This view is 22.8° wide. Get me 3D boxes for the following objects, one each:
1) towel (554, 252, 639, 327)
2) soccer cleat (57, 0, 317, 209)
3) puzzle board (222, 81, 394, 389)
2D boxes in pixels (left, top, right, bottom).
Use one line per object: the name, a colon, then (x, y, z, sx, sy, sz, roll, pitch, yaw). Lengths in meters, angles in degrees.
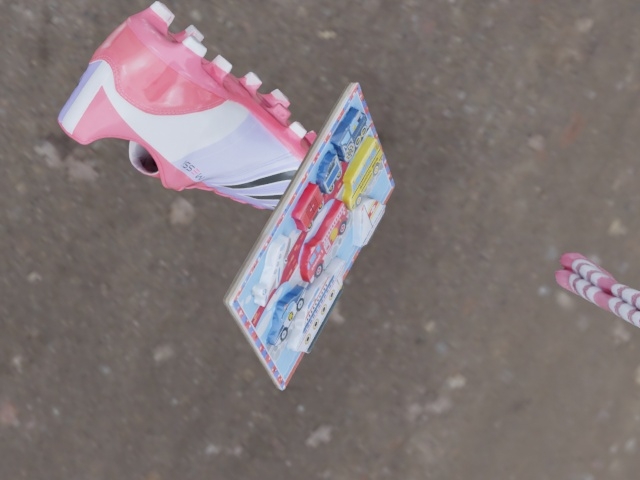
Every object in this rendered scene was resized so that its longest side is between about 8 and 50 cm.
towel: (0.226, 0.059, 0.869, 0.144, 0.197, 0.029, 25, 93, -21)
soccer cleat: (-0.065, -0.061, 1.002, 0.095, 0.083, 0.248, -44, 146, 7)
puzzle board: (0.000, 0.000, 0.775, 0.128, 0.011, 0.096, -60, 153, -20)
